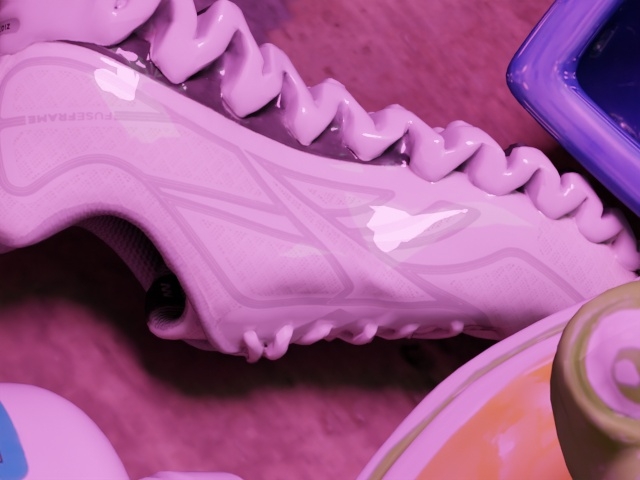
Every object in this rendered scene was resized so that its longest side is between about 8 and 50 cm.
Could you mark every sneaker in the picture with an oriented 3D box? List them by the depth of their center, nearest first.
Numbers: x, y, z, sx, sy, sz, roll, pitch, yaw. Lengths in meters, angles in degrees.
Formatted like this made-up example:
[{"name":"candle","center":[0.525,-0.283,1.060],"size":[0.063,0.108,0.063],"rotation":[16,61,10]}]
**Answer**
[{"name":"sneaker","center":[0.000,0.000,0.725],"size":[0.292,0.110,0.118],"rotation":[23,72,-18]}]

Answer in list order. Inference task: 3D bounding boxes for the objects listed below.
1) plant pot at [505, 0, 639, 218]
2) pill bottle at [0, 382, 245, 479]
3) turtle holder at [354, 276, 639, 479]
[{"name":"plant pot","center":[0.238,-0.078,0.788],"size":[0.236,0.236,0.212],"rotation":[42,9,2]},{"name":"pill bottle","center":[-0.144,0.111,0.522],"size":[0.264,0.146,0.146],"rotation":[3,56,-26]},{"name":"turtle holder","center":[0.119,0.125,0.550],"size":[0.227,0.320,0.243],"rotation":[-7,86,-5]}]
